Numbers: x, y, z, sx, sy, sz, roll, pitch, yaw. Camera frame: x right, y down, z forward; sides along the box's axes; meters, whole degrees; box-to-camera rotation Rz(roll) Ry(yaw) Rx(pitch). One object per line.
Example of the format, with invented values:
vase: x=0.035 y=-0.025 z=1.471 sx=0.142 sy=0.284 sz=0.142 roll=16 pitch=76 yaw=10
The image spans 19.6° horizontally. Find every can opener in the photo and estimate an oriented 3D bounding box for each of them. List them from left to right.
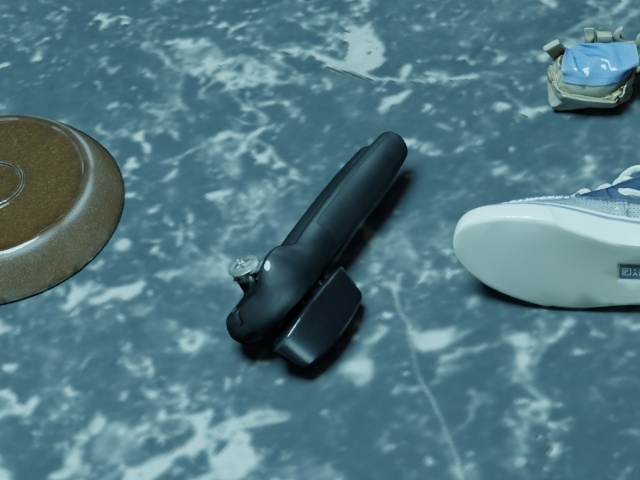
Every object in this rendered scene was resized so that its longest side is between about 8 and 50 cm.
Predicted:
can opener: x=0.000 y=0.000 z=1.142 sx=0.059 sy=0.073 sz=0.186 roll=-24 pitch=27 yaw=45

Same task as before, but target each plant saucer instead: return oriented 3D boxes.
plant saucer: x=-0.214 y=-0.028 z=1.215 sx=0.168 sy=0.029 sz=0.168 roll=-5 pitch=47 yaw=6

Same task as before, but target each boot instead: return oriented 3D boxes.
boot: x=0.178 y=-0.008 z=1.110 sx=0.190 sy=0.069 sz=0.086 roll=8 pitch=41 yaw=6

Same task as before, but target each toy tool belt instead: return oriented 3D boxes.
toy tool belt: x=0.188 y=-0.115 z=1.209 sx=0.083 sy=0.051 sz=0.052 roll=-7 pitch=46 yaw=3
